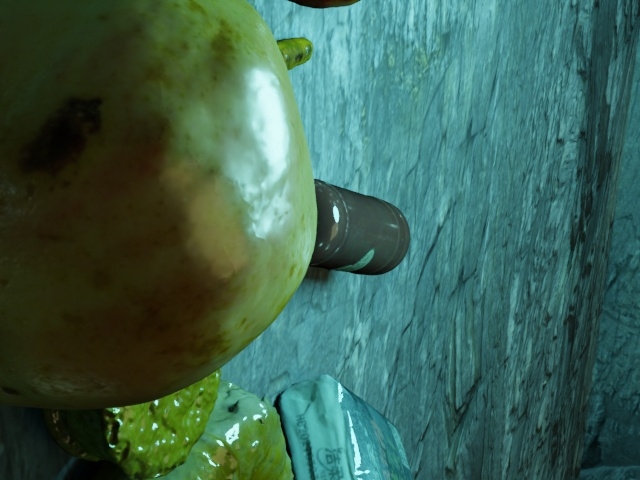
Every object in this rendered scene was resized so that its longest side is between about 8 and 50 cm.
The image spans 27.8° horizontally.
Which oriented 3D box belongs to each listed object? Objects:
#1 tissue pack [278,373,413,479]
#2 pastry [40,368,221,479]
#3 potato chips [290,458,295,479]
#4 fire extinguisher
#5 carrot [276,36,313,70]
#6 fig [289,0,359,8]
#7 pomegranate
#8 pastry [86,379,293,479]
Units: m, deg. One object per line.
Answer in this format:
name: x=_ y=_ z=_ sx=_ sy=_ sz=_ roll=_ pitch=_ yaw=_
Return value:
tissue pack: x=0.053 y=0.326 z=1.735 sx=0.315 sy=0.103 sz=0.228 roll=47 pitch=26 yaw=-64
pastry: x=-0.172 y=0.122 z=1.188 sx=0.189 sy=0.103 sz=0.188 roll=-23 pitch=116 yaw=-59
potato chips: x=-0.032 y=0.494 z=1.631 sx=0.389 sy=0.097 sz=0.373 roll=-71 pitch=159 yaw=-65
fire extinguisher: x=0.000 y=0.000 z=1.519 sx=0.344 sy=0.102 sz=0.138 roll=9 pitch=98 yaw=-67
carrot: x=-0.054 y=-0.187 z=1.361 sx=0.171 sy=0.042 sz=0.042 roll=-33 pitch=134 yaw=-59
fig: x=0.014 y=-0.340 z=1.209 sx=0.263 sy=0.224 sz=0.224 roll=-41 pitch=140 yaw=-53
pomegranate: x=-0.154 y=-0.053 z=0.896 sx=0.342 sy=0.342 sz=0.342 roll=-45 pitch=144 yaw=-48
pastry: x=-0.144 y=0.304 z=1.346 sx=0.329 sy=0.136 sz=0.329 roll=-44 pitch=143 yaw=-47
